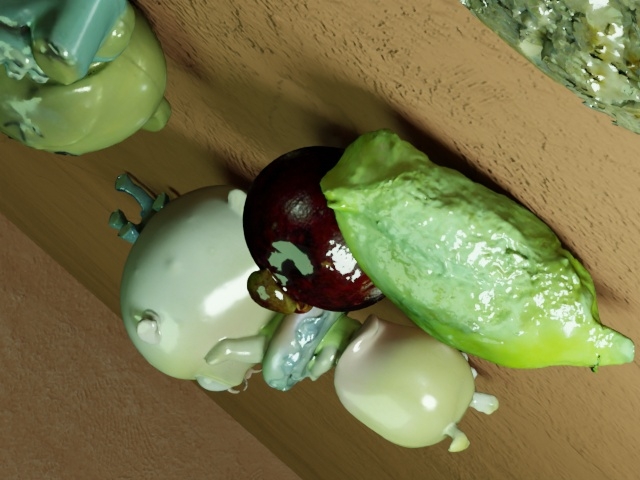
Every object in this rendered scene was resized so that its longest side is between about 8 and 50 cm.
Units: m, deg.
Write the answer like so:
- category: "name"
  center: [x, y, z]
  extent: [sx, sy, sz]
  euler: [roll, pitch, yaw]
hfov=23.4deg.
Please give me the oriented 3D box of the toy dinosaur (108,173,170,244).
- category: "toy dinosaur"
  center: [-0.196, -0.010, 1.908]
  extent: [0.144, 0.076, 0.329]
  euler: [38, 170, -20]

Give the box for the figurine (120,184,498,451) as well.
- category: "figurine"
  center: [-0.006, 0.074, 1.517]
  extent: [0.394, 0.226, 0.274]
  euler: [31, 136, 13]

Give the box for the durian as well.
- category: "durian"
  center: [0.108, 0.020, 1.130]
  extent: [0.250, 0.101, 0.139]
  euler: [42, 166, -6]

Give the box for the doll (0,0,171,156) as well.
- category: "doll"
  center: [-0.225, -0.171, 1.290]
  extent: [0.177, 0.161, 0.261]
  euler: [15, 159, 11]

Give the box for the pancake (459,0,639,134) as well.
- category: "pancake"
  center: [0.128, -0.128, 0.724]
  extent: [0.282, 0.049, 0.282]
  euler: [39, 166, 11]

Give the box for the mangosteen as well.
- category: "mangosteen"
  center: [0.000, 0.000, 1.261]
  extent: [0.152, 0.152, 0.152]
  euler: [38, 166, 11]
